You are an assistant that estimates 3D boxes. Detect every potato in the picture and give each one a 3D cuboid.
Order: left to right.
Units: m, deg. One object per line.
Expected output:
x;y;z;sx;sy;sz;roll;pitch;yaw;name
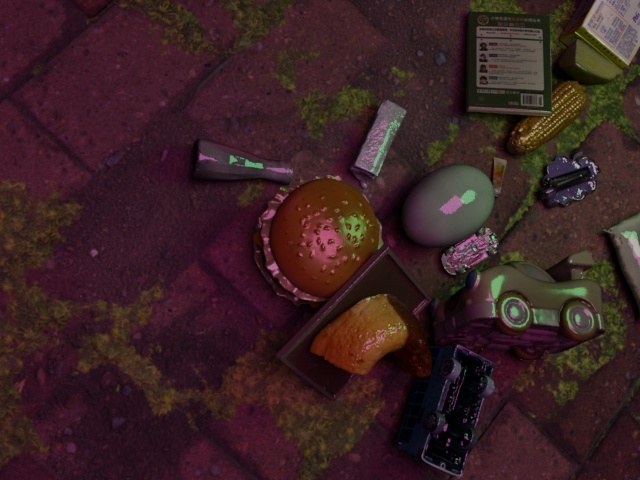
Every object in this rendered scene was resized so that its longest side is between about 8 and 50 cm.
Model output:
0.657;-0.405;1.930;0.149;0.081;0.120;32;47;-7;potato

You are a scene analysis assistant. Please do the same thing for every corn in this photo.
0.552;-0.299;1.903;0.262;0.097;0.097;-39;94;-15;corn

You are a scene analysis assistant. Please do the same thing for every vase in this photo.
-0.167;-0.160;1.682;0.214;0.086;0.086;7;80;-20;vase

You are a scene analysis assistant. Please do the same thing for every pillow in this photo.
0.804;0.059;1.931;0.144;0.078;0.254;-21;88;-18;pillow

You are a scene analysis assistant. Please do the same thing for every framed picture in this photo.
0.078;0.178;1.623;0.315;0.024;0.232;-46;135;-3;framed picture

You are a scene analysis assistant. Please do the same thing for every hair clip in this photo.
0.611;-0.153;1.923;0.195;0.052;0.124;-23;95;-23;hair clip

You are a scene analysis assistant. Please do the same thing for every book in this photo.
0.450;-0.425;1.880;0.202;0.027;0.264;3;73;1;book

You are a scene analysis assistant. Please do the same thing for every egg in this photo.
0.282;-0.076;1.751;0.231;0.168;0.168;-33;92;-14;egg

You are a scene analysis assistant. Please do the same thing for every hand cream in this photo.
0.424;-0.151;1.882;0.035;0.022;0.102;14;74;-6;hand cream

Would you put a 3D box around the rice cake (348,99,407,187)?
0.128;-0.225;1.783;0.069;0.063;0.206;30;75;-8;rice cake

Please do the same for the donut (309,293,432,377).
0.142;0.200;1.589;0.295;0.112;0.151;9;115;-40;donut

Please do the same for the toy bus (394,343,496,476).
0.266;0.363;1.693;0.128;0.147;0.256;29;72;-22;toy bus

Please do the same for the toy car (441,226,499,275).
0.344;0.024;1.814;0.142;0.055;0.069;-32;95;2;toy car

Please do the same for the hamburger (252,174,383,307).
0.000;0.000;1.634;0.274;0.212;0.274;2;81;-16;hamburger

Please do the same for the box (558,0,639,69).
0.748;-0.573;1.996;0.168;0.097;0.265;34;74;-9;box

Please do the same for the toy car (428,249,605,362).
0.430;0.130;1.729;0.336;0.242;0.226;8;66;-16;toy car
